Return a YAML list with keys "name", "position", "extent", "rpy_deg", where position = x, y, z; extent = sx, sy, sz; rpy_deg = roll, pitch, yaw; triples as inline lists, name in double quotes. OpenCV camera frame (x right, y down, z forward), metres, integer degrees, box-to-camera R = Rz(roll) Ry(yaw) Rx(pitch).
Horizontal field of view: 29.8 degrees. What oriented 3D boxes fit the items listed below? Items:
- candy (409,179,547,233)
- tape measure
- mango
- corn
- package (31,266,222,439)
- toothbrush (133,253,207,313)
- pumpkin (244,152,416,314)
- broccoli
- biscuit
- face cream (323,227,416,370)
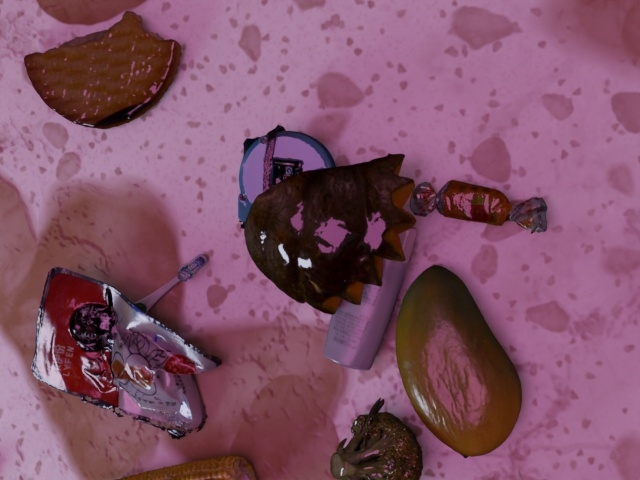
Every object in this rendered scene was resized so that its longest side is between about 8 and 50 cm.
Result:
- name: "candy"
  position: [0.202, -0.044, 1.515]
  extent: [0.182, 0.046, 0.053]
  rpy_deg: [11, 99, 23]
- name: "tape measure"
  position: [-0.042, -0.078, 1.577]
  extent: [0.125, 0.081, 0.146]
  rpy_deg: [4, 96, 8]
- name: "mango"
  position: [0.164, 0.156, 1.514]
  extent: [0.137, 0.091, 0.237]
  rpy_deg: [-32, 76, 11]
- name: "corn"
  position: [-0.209, 0.351, 1.648]
  extent: [0.248, 0.081, 0.081]
  rpy_deg: [-15, 87, 18]
- name: "package"
  position: [-0.270, 0.162, 1.665]
  extent: [0.269, 0.071, 0.194]
  rpy_deg: [23, 108, 14]
- name: "toothbrush"
  position: [-0.274, 0.112, 1.691]
  extent: [0.304, 0.030, 0.030]
  rpy_deg: [-37, 81, 19]
- name: "pumpkin"
  position: [0.000, 0.000, 1.490]
  extent: [0.254, 0.149, 0.130]
  rpy_deg: [-50, 38, 28]
- name: "broccoli"
  position: [0.073, 0.283, 1.533]
  extent: [0.131, 0.120, 0.130]
  rpy_deg: [-62, 41, 45]
- name: "biscuit"
  position: [-0.309, -0.244, 1.684]
  extent: [0.229, 0.031, 0.176]
  rpy_deg: [22, 98, 18]
- name: "face cream"
  position: [0.062, 0.066, 1.560]
  extent: [0.084, 0.057, 0.198]
  rpy_deg: [21, 97, 28]
